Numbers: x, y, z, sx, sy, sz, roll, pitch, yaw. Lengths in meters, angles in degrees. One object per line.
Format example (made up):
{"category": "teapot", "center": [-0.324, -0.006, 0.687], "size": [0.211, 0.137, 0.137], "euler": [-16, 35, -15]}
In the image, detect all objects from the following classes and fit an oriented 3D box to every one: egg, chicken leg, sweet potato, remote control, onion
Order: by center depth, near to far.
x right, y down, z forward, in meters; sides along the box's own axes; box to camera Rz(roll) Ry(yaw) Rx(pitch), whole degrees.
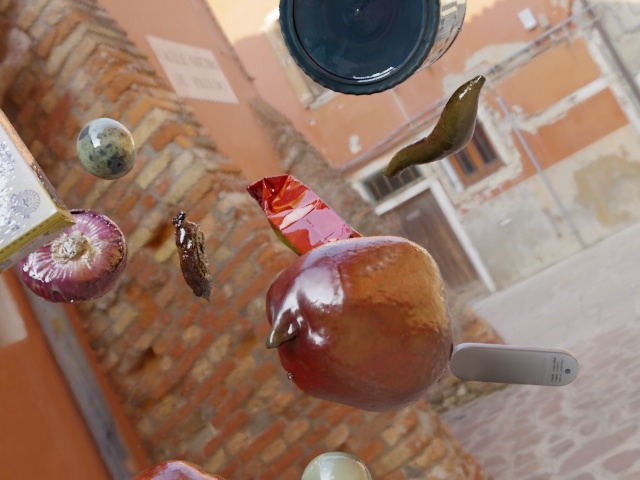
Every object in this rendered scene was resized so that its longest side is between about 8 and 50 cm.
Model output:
{"category": "sweet potato", "center": [0.177, -0.150, 1.228], "size": [0.249, 0.069, 0.059], "euler": [-45, 10, 50]}
{"category": "remote control", "center": [0.369, 0.238, 1.564], "size": [0.245, 0.077, 0.022], "euler": [3, 22, 4]}
{"category": "onion", "center": [-0.531, 0.047, 1.763], "size": [0.230, 0.230, 0.163], "euler": [-28, -20, -24]}
{"category": "chicken leg", "center": [-0.299, 0.042, 1.937], "size": [0.063, 0.234, 0.105], "euler": [-11, 5, 20]}
{"category": "egg", "center": [-0.533, -0.231, 2.027], "size": [0.141, 0.182, 0.141], "euler": [-22, -37, -18]}

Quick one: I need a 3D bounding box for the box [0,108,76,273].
{"category": "box", "center": [-0.550, -0.094, 1.349], "size": [0.168, 0.265, 0.097], "euler": [-36, -8, -7]}

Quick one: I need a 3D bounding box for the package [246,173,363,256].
{"category": "package", "center": [0.000, 0.001, 1.782], "size": [0.123, 0.196, 0.423], "euler": [-41, 42, -6]}

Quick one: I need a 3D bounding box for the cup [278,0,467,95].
{"category": "cup", "center": [0.064, -0.369, 1.208], "size": [0.242, 0.308, 0.292], "euler": [-36, 8, 23]}

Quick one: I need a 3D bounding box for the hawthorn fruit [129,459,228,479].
{"category": "hawthorn fruit", "center": [-0.152, 0.340, 0.825], "size": [0.225, 0.196, 0.196], "euler": [-55, 12, -30]}

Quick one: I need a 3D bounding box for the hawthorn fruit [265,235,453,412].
{"category": "hawthorn fruit", "center": [0.062, 0.125, 1.321], "size": [0.295, 0.311, 0.295], "euler": [-51, 21, 29]}

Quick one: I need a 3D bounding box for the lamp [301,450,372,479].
{"category": "lamp", "center": [0.020, 0.343, 0.992], "size": [0.091, 0.163, 0.091], "euler": [0, -36, 0]}
